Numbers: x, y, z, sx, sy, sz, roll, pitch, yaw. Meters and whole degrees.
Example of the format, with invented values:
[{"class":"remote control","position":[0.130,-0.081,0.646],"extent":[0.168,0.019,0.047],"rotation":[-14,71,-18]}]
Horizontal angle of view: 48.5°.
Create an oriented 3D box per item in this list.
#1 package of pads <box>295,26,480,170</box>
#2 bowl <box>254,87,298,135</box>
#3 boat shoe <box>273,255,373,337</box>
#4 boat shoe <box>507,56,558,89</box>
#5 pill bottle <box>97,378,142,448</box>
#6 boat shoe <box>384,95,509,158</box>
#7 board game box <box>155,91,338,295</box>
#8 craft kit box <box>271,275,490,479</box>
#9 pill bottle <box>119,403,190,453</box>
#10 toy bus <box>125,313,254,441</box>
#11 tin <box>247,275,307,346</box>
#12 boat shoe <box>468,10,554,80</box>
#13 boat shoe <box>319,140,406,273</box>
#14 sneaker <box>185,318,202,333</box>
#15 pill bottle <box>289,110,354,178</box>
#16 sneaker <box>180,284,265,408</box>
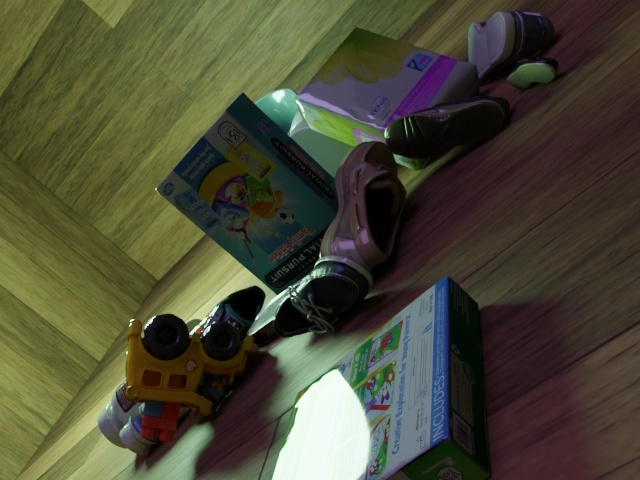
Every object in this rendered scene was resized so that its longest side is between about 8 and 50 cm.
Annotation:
[{"class":"package of pads","position":[0.125,-0.278,1.391],"extent":[0.297,0.101,0.229],"rotation":[27,69,31]},{"class":"bowl","position":[-0.117,-0.219,1.833],"extent":[0.312,0.163,0.311],"rotation":[-31,38,28]},{"class":"boat shoe","position":[-0.007,0.091,1.067],"extent":[0.079,0.095,0.254],"rotation":[-53,11,-29]},{"class":"boat shoe","position":[0.337,-0.271,1.118],"extent":[0.042,0.049,0.133],"rotation":[-56,8,-1]},{"class":"pill bottle","position":[-0.360,0.326,1.498],"extent":[0.221,0.121,0.121],"rotation":[-46,12,9]},{"class":"boat shoe","position":[0.213,-0.192,1.192],"extent":[0.224,0.080,0.073],"rotation":[-8,19,42]},{"class":"board game box","position":[-0.101,-0.066,1.309],"extent":[0.254,0.336,0.079],"rotation":[-38,15,40]},{"class":"craft kit box","position":[0.050,0.180,0.691],"extent":[0.247,0.061,0.250],"rotation":[-39,14,26]},{"class":"pill bottle","position":[-0.327,0.351,1.404],"extent":[0.137,0.078,0.078],"rotation":[-47,12,8]},{"class":"toy bus","position":[-0.238,0.247,1.250],"extent":[0.149,0.220,0.211],"rotation":[130,146,-66]},{"class":"tin","position":[-0.068,0.130,1.307],"extent":[0.190,0.040,0.106],"rotation":[-37,12,41]},{"class":"boat shoe","position":[0.351,-0.371,1.358],"extent":[0.099,0.116,0.319],"rotation":[-4,6,-1]},{"class":"boat shoe","position":[0.094,-0.064,1.181],"extent":[0.110,0.122,0.341],"rotation":[-34,28,36]},{"class":"sneaker","position":[-0.342,0.280,1.677],"extent":[0.121,0.079,0.217],"rotation":[-40,16,29]},{"class":"pill bottle","position":[0.061,-0.269,1.663],"extent":[0.224,0.224,0.392],"rotation":[-39,15,38]},{"class":"sneaker","position":[-0.208,0.195,1.410],"extent":[0.121,0.108,0.302],"rotation":[-42,11,44]}]
